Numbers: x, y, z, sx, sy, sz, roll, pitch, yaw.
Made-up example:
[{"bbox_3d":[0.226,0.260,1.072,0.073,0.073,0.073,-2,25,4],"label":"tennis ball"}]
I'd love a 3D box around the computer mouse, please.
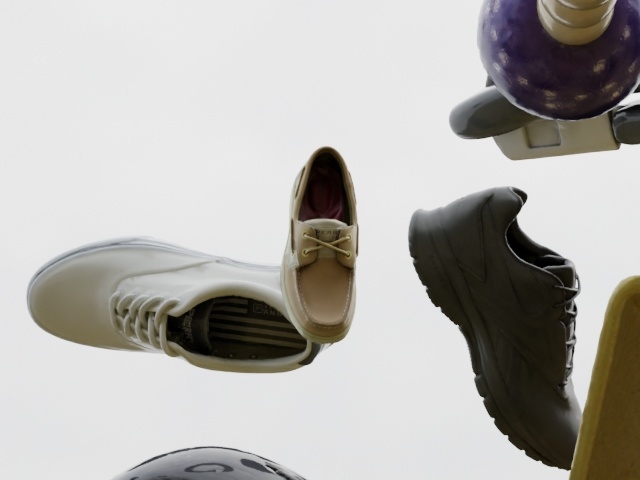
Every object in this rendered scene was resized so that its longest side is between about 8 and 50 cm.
[{"bbox_3d":[0.007,0.159,0.997,0.262,0.184,0.060,17,-78,18],"label":"computer mouse"}]

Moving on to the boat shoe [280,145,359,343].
[{"bbox_3d":[0.000,0.000,1.088,0.050,0.135,0.045,0,-33,-9],"label":"boat shoe"}]

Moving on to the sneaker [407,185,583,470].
[{"bbox_3d":[0.192,0.081,1.570,0.130,0.109,0.286,-26,-79,18],"label":"sneaker"}]

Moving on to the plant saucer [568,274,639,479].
[{"bbox_3d":[0.319,0.211,1.086,0.333,0.081,0.332,13,-82,13],"label":"plant saucer"}]

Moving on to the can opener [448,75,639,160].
[{"bbox_3d":[0.224,-0.098,1.237,0.283,0.095,0.076,-4,-73,42],"label":"can opener"}]

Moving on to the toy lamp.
[{"bbox_3d":[0.084,-0.100,0.533,0.080,0.080,0.274,-11,-7,2],"label":"toy lamp"}]

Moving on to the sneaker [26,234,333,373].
[{"bbox_3d":[-0.111,0.050,1.297,0.258,0.091,0.094,1,-77,14],"label":"sneaker"}]
